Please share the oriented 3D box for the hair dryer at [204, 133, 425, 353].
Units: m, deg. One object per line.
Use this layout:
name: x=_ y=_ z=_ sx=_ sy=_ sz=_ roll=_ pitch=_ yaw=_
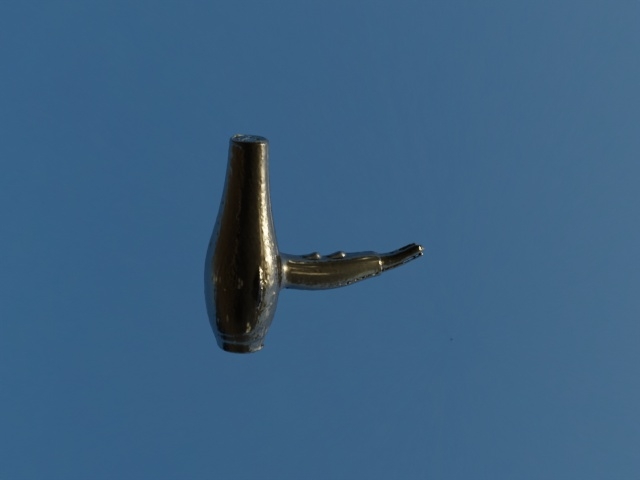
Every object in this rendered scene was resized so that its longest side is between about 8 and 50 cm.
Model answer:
hair dryer: x=0.000 y=0.000 z=1.207 sx=0.219 sy=0.075 sz=0.195 roll=-4 pitch=-72 yaw=-27
